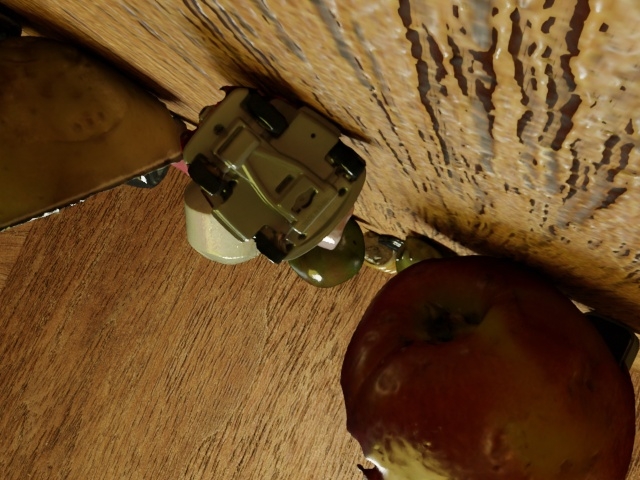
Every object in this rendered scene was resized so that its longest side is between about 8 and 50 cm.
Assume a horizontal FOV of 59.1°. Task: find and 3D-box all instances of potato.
[{"bbox_3d":[-0.314,-0.143,0.693,0.246,0.196,0.300,-16,-167,11],"label":"potato"},{"bbox_3d":[0.188,0.051,1.023,0.117,0.090,0.225,32,175,20],"label":"potato"}]

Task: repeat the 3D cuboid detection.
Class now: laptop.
[{"bbox_3d":[0.238,0.042,1.306,0.207,0.026,0.154,26,180,-7],"label":"laptop"}]

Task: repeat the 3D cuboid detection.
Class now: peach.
[{"bbox_3d":[0.228,0.229,0.746,0.339,0.352,0.417,-87,-23,-58],"label":"peach"}]

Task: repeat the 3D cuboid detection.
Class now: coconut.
[{"bbox_3d":[-0.208,-0.070,1.314,0.241,0.241,0.241,25,180,0],"label":"coconut"}]

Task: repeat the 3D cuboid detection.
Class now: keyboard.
[{"bbox_3d":[-0.410,-0.271,0.681,0.093,0.025,0.230,24,-179,-33],"label":"keyboard"}]

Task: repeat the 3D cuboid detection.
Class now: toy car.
[{"bbox_3d":[-0.047,-0.065,0.443,0.139,0.112,0.112,38,-173,-40],"label":"toy car"}]

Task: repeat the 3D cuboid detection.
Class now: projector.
[{"bbox_3d":[0.431,0.163,0.864,0.083,0.083,0.082,25,179,37],"label":"projector"}]

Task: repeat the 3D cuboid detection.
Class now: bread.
[{"bbox_3d":[0.167,0.038,1.457,0.119,0.084,0.177,26,-176,32],"label":"bread"}]

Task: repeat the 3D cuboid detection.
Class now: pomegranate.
[{"bbox_3d":[0.000,0.000,1.229,0.181,0.182,0.224,25,165,35],"label":"pomegranate"}]

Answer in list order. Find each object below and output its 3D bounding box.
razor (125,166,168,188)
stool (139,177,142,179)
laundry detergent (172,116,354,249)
[{"bbox_3d":[-0.498,-0.210,1.175,0.348,0.114,0.204,10,151,3],"label":"razor"},{"bbox_3d":[-0.345,-0.186,0.896,0.121,0.125,0.217,53,173,35],"label":"stool"},{"bbox_3d":[-0.111,-0.094,0.899,0.335,0.088,0.159,26,-179,1],"label":"laundry detergent"}]
